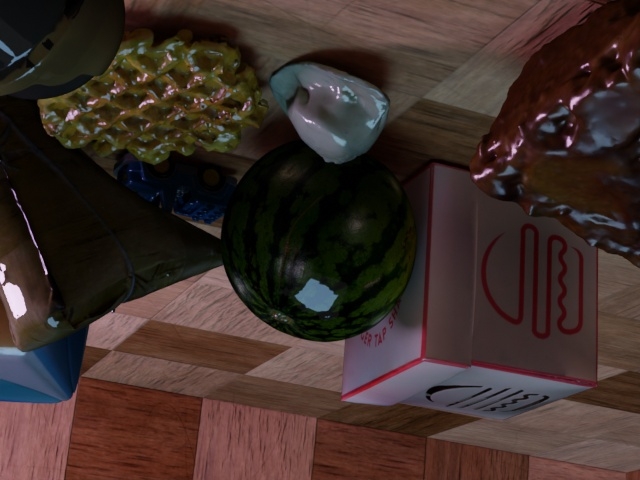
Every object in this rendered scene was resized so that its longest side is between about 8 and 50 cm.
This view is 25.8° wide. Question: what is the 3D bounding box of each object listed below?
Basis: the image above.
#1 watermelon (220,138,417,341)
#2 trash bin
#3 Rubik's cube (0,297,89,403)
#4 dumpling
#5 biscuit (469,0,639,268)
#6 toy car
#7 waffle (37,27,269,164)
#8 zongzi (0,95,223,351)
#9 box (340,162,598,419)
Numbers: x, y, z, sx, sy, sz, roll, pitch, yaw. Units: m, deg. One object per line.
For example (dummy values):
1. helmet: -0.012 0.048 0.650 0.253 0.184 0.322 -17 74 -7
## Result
1. watermelon: 0.000 0.000 1.983 0.285 0.285 0.285 5 161 2
2. trash bin: -0.345 -0.268 1.441 0.214 0.214 0.334 -8 154 34
3. Rubik's cube: -0.550 0.052 2.204 0.347 0.352 0.351 6 163 2
4. dumpling: 0.009 -0.158 1.812 0.153 0.108 0.219 11 158 -17
5. biscuit: 0.425 -0.112 1.626 0.395 0.166 0.343 26 146 -20
6. toy car: -0.224 -0.068 2.148 0.191 0.100 0.097 15 159 -23
7. waffle: -0.218 -0.185 1.819 0.302 0.068 0.325 -1 160 -1
8. zongzi: -0.328 -0.068 2.005 0.393 0.356 0.174 -23 176 -40
9. box: 0.229 0.094 2.168 0.300 0.312 0.314 12 159 -19
